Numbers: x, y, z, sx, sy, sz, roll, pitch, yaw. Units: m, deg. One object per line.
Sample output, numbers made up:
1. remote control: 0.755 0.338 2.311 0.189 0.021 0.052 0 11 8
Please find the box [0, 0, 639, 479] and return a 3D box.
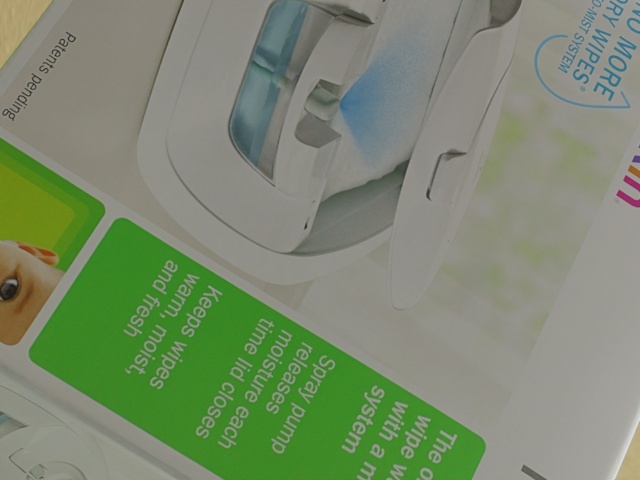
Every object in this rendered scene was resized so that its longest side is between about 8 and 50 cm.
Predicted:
1. box: 0.000 0.000 0.605 0.231 0.127 0.262 33 -122 -3
